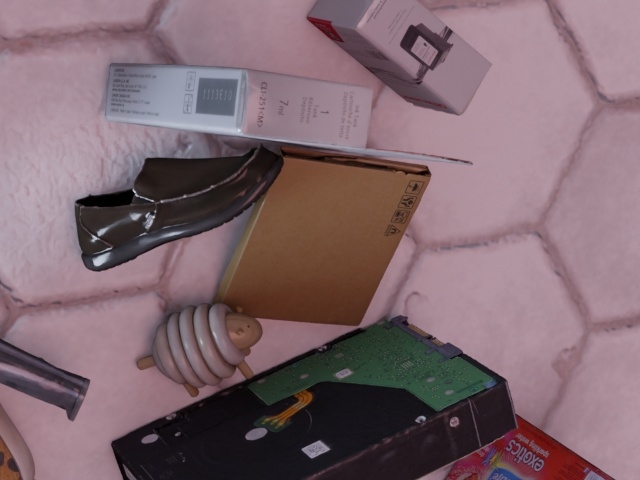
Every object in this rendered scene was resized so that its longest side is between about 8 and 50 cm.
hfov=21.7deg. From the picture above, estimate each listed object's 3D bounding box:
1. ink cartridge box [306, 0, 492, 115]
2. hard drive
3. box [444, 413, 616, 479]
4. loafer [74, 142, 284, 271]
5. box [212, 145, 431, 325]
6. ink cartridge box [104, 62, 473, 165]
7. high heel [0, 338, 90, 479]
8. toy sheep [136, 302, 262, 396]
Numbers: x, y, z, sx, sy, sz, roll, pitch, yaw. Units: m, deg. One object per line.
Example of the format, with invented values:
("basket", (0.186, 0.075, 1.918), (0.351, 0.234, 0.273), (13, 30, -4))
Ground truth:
("ink cartridge box", (0.077, -0.193, 1.632), (0.150, 0.109, 0.063), (36, 84, -29))
("hard drive", (-0.009, 0.191, 1.627), (0.339, 0.237, 0.064), (-24, 114, -18))
("box", (0.249, 0.286, 1.763), (0.122, 0.257, 0.128), (34, 88, -27))
("loafer", (-0.139, -0.042, 1.551), (0.220, 0.080, 0.078), (-24, 104, 14))
("box", (0.000, 0.000, 1.652), (0.164, 0.021, 0.201), (6, 128, -25))
("ink cartridge box", (-0.031, -0.115, 1.508), (0.238, 0.275, 0.060), (4, 94, -31))
("high heel", (-0.353, 0.200, 1.570), (0.186, 0.093, 0.261), (26, 101, -11))
("toy sheep", (-0.119, 0.105, 1.639), (0.132, 0.091, 0.091), (-22, 115, 10))
